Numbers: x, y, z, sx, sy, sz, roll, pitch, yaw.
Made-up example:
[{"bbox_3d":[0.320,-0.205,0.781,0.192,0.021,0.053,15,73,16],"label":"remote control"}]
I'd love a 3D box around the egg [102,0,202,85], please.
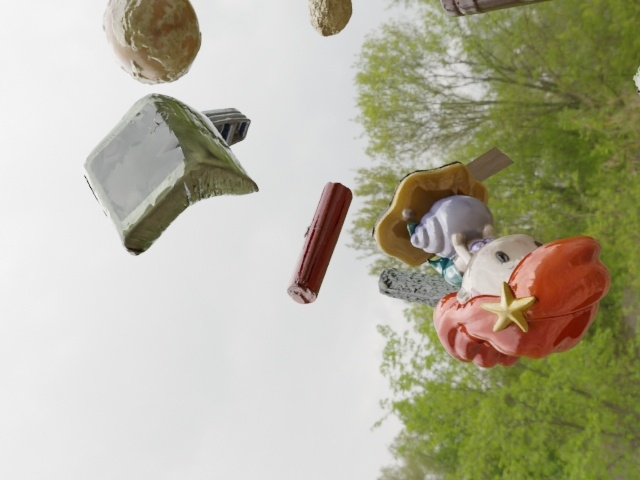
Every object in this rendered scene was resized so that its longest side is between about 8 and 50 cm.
[{"bbox_3d":[-0.356,-0.454,1.112,0.203,0.204,0.244,19,-119,-57],"label":"egg"}]

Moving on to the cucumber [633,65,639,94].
[{"bbox_3d":[0.909,-0.400,1.208,0.326,0.145,0.105,-5,-99,-20],"label":"cucumber"}]

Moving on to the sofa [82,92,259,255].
[{"bbox_3d":[-0.271,-0.111,0.920,0.225,0.210,0.176,-44,-22,12],"label":"sofa"}]

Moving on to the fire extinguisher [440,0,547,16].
[{"bbox_3d":[0.323,-0.371,0.670,0.138,0.344,0.101,-18,-71,-51],"label":"fire extinguisher"}]

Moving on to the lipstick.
[{"bbox_3d":[0.001,0.000,1.073,0.073,0.073,0.279,61,-142,-44],"label":"lipstick"}]

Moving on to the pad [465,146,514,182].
[{"bbox_3d":[0.411,-0.181,1.291,0.188,0.113,0.006,7,-125,-57],"label":"pad"}]

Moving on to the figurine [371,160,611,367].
[{"bbox_3d":[0.196,0.043,0.596,0.181,0.257,0.208,17,-65,-31],"label":"figurine"}]

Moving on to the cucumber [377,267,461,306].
[{"bbox_3d":[0.176,0.077,0.811,0.058,0.187,0.058,-4,-85,-48],"label":"cucumber"}]

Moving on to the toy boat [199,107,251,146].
[{"bbox_3d":[-0.335,-0.310,1.500,0.283,0.078,0.127,-23,-21,-39],"label":"toy boat"}]

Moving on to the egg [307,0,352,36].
[{"bbox_3d":[0.020,-0.566,1.258,0.118,0.116,0.139,-22,-72,-45],"label":"egg"}]
